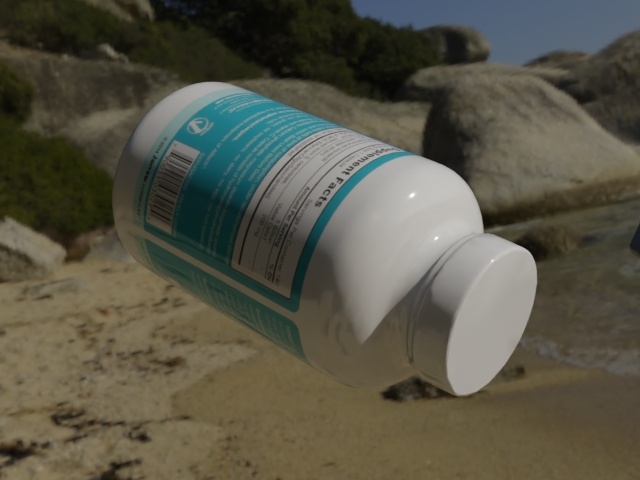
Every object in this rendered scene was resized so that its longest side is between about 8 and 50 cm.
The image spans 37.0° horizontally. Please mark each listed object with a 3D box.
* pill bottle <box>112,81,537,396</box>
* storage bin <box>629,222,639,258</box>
[{"bbox_3d":[0.000,0.000,0.609,0.264,0.146,0.146,26,28,35],"label":"pill bottle"},{"bbox_3d":[0.280,-0.019,0.649,0.098,0.135,0.091,16,14,-22],"label":"storage bin"}]
